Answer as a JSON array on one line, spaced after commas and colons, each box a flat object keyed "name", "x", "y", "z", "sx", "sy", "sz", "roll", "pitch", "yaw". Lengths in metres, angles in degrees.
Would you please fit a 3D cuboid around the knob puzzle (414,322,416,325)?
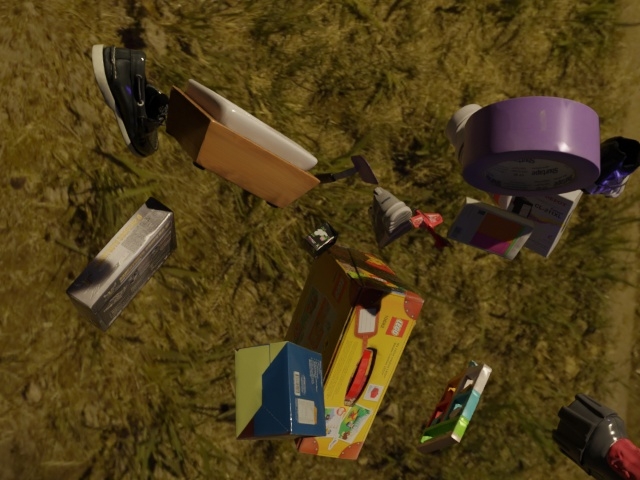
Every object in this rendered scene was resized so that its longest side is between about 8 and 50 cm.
[{"name": "knob puzzle", "x": 0.207, "y": 0.344, "z": 1.939, "sx": 0.213, "sy": 0.030, "sz": 0.213, "roll": -34, "pitch": 153, "yaw": -20}]

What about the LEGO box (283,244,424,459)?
[{"name": "LEGO box", "x": 0.052, "y": 0.301, "z": 1.748, "sx": 0.193, "sy": 0.372, "sz": 0.499, "roll": 15, "pitch": 104, "yaw": -22}]

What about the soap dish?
[{"name": "soap dish", "x": -0.157, "y": -0.181, "z": 1.115, "sx": 0.229, "sy": 0.291, "sz": 0.118, "roll": 27, "pitch": 100, "yaw": -34}]

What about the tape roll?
[{"name": "tape roll", "x": 0.304, "y": -0.130, "z": 0.877, "sx": 0.189, "sy": 0.189, "sz": 0.080, "roll": 15, "pitch": 73, "yaw": -30}]

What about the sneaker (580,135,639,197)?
[{"name": "sneaker", "x": 0.515, "y": -0.130, "z": 1.048, "sx": 0.234, "sy": 0.078, "sz": 0.106, "roll": -6, "pitch": 151, "yaw": -50}]

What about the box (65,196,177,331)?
[{"name": "box", "x": -0.367, "y": 0.050, "z": 1.144, "sx": 0.056, "sy": 0.183, "sz": 0.231, "roll": 33, "pitch": 66, "yaw": 4}]

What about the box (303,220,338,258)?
[{"name": "box", "x": 0.000, "y": 0.000, "z": 1.664, "sx": 0.083, "sy": 0.052, "sz": 0.062, "roll": -37, "pitch": 163, "yaw": -23}]

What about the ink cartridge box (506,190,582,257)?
[{"name": "ink cartridge box", "x": 0.490, "y": -0.068, "z": 1.349, "sx": 0.072, "sy": 0.128, "sz": 0.175, "roll": -41, "pitch": 151, "yaw": -36}]

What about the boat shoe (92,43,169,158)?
[{"name": "boat shoe", "x": -0.373, "y": -0.287, "z": 1.274, "sx": 0.113, "sy": 0.127, "sz": 0.340, "roll": -8, "pitch": 152, "yaw": -3}]

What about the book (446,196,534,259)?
[{"name": "book", "x": 0.344, "y": -0.021, "z": 1.225, "sx": 0.144, "sy": 0.035, "sz": 0.096, "roll": 20, "pitch": 126, "yaw": -2}]

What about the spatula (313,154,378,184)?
[{"name": "spatula", "x": 0.054, "y": -0.174, "z": 1.582, "sx": 0.030, "sy": 0.297, "sz": 0.084, "roll": -39, "pitch": 109, "yaw": -27}]

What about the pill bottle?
[{"name": "pill bottle", "x": 0.483, "y": -0.233, "z": 1.651, "sx": 0.177, "sy": 0.318, "sz": 0.176, "roll": -20, "pitch": 143, "yaw": -16}]

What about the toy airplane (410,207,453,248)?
[{"name": "toy airplane", "x": 0.289, "y": -0.031, "z": 1.565, "sx": 0.151, "sy": 0.151, "sz": 0.028, "roll": 16, "pitch": 128, "yaw": -30}]

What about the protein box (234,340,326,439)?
[{"name": "protein box", "x": -0.089, "y": 0.352, "z": 1.386, "sx": 0.136, "sy": 0.199, "sz": 0.201, "roll": -11, "pitch": 158, "yaw": 19}]

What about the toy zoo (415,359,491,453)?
[{"name": "toy zoo", "x": 0.384, "y": 0.459, "z": 1.704, "sx": 0.030, "sy": 0.192, "sz": 0.293, "roll": 38, "pitch": 54, "yaw": 0}]

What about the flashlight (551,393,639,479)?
[{"name": "flashlight", "x": 0.423, "y": 0.293, "z": 0.731, "sx": 0.103, "sy": 0.304, "sz": 0.103, "roll": -40, "pitch": 120, "yaw": -7}]

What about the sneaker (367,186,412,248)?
[{"name": "sneaker", "x": 0.183, "y": -0.066, "z": 1.637, "sx": 0.105, "sy": 0.115, "sz": 0.281, "roll": -32, "pitch": 164, "yaw": -11}]
